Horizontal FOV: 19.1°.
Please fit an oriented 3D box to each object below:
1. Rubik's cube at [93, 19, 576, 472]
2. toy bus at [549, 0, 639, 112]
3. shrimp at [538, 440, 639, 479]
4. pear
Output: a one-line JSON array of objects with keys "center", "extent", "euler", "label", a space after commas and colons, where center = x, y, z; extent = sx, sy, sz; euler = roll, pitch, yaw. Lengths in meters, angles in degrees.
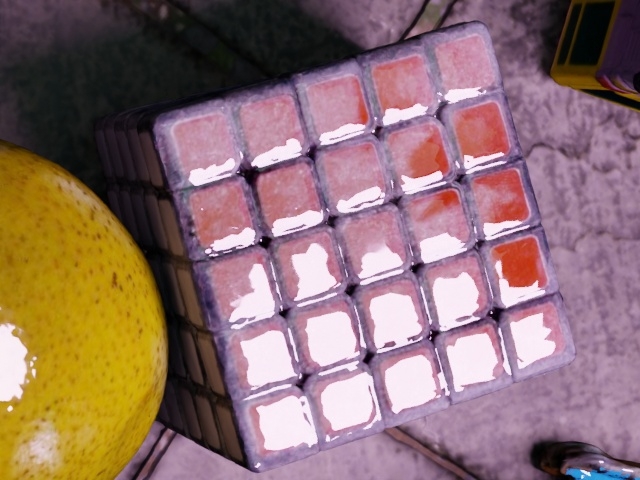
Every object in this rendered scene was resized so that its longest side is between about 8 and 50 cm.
[{"center": [0.000, 0.000, 1.270], "extent": [0.237, 0.237, 0.238], "euler": [-15, 95, -15], "label": "Rubik's cube"}, {"center": [0.342, -0.290, 1.366], "extent": [0.209, 0.249, 0.439], "euler": [16, 91, -16], "label": "toy bus"}, {"center": [0.383, 0.178, 1.459], "extent": [0.446, 0.110, 0.221], "euler": [0, 84, -20], "label": "shrimp"}, {"center": [-0.239, 0.067, 1.179], "extent": [0.294, 0.294, 0.294], "euler": [0, 90, -17], "label": "pear"}]
